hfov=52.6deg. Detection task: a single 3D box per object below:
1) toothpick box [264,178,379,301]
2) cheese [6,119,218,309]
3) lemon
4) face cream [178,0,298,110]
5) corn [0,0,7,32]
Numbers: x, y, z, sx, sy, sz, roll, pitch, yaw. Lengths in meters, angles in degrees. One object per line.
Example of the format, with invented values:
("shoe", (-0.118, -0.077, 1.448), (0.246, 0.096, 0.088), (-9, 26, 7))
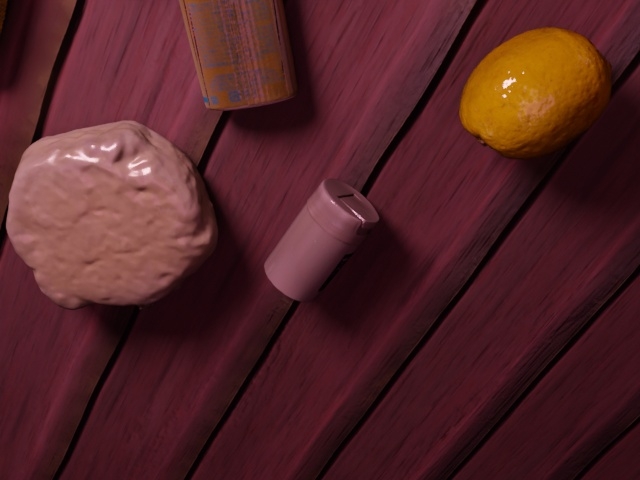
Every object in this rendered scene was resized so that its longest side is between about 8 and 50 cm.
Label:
("toothpick box", (0.000, 0.000, 1.040), (0.111, 0.111, 0.181), (30, 116, -16))
("cheese", (-0.330, -0.026, 1.022), (0.318, 0.115, 0.326), (30, 117, -16))
("lemon", (0.298, -0.203, 0.898), (0.207, 0.170, 0.170), (-35, 115, 9))
("face cream", (-0.121, -0.324, 0.878), (0.139, 0.067, 0.285), (-9, 120, 2))
("corn", (-0.454, -0.344, 0.856), (0.081, 0.081, 0.248), (21, 118, -12))
